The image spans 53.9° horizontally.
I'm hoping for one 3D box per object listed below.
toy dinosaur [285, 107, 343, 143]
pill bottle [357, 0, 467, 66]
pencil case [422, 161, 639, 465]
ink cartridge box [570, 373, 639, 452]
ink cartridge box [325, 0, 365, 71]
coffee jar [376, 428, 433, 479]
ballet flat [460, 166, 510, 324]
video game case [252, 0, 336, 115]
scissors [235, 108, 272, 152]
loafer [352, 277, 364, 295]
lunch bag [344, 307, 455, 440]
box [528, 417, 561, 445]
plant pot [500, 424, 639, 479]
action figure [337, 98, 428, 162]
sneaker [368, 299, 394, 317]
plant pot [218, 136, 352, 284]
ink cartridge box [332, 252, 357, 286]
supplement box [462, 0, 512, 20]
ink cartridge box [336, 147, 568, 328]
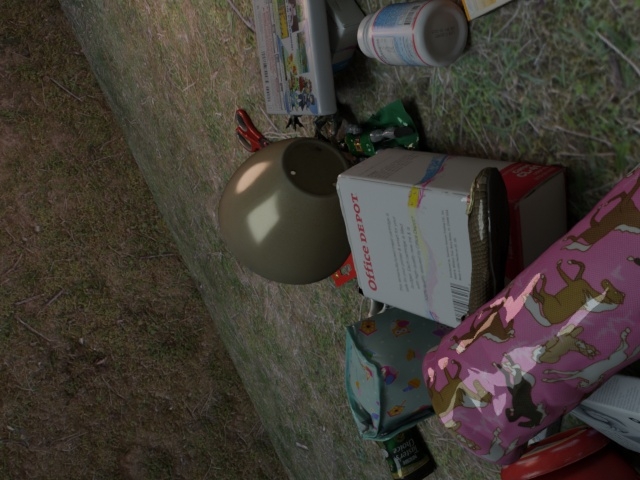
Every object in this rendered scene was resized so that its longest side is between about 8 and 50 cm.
[{"bbox_3d":[-0.022,-0.260,1.256,0.268,0.064,0.118,51,148,37],"label":"toy dinosaur"},{"bbox_3d":[0.123,-0.290,0.887,0.160,0.087,0.087,27,136,55],"label":"pill bottle"},{"bbox_3d":[0.269,0.066,0.629,0.386,0.167,0.160,-49,22,26],"label":"pencil case"},{"bbox_3d":[0.360,0.212,0.769,0.223,0.045,0.224,33,167,-23],"label":"ink cartridge box"},{"bbox_3d":[0.022,-0.360,1.072,0.089,0.052,0.122,60,157,14],"label":"ink cartridge box"},{"bbox_3d":[0.184,0.478,1.470,0.184,0.096,0.079,62,159,7],"label":"coffee jar"},{"bbox_3d":[0.191,0.028,0.747,0.058,0.084,0.250,10,129,30],"label":"ballet flat"},{"bbox_3d":[-0.059,-0.391,1.126,0.300,0.036,0.329,-153,54,-65],"label":"video game case"},{"bbox_3d":[-0.140,-0.235,1.571,0.297,0.021,0.109,42,145,40],"label":"scissors"},{"bbox_3d":[0.098,0.101,1.363,0.125,0.039,0.045,-2,111,64],"label":"loafer"},{"bbox_3d":[0.165,0.244,1.132,0.160,0.223,0.262,51,154,45],"label":"lunch bag"},{"bbox_3d":[0.329,0.269,1.048,0.145,0.038,0.186,38,145,46],"label":"box"},{"bbox_3d":[0.366,0.365,0.889,0.191,0.191,0.174,119,132,-61],"label":"plant pot"},{"bbox_3d":[0.093,-0.169,1.103,0.232,0.063,0.137,16,129,64],"label":"action figure"},{"bbox_3d":[0.115,0.040,1.207,0.090,0.094,0.235,15,123,63],"label":"sneaker"},{"bbox_3d":[-0.035,-0.085,1.187,0.284,0.284,0.191,58,148,16],"label":"plant pot"},{"bbox_3d":[0.000,0.000,1.458,0.225,0.056,0.181,65,156,6],"label":"ink cartridge box"},{"bbox_3d":[0.211,-0.310,0.750,0.098,0.036,0.062,1,113,64],"label":"supplement box"},{"bbox_3d":[0.189,-0.001,0.910,0.306,0.131,0.226,18,130,46],"label":"ink cartridge box"}]
